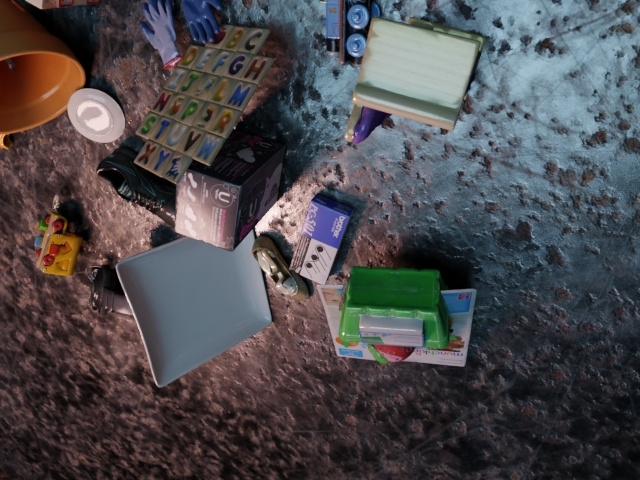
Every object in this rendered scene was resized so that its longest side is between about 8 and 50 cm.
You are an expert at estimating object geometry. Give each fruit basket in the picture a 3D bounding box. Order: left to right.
[{"bbox_3d":[0.173,0.208,1.189,0.327,0.165,0.353,2,137,12],"label":"fruit basket"}]

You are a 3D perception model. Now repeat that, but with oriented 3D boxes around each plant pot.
[{"bbox_3d":[-0.716,-0.406,1.176,0.291,0.291,0.203,-35,85,32],"label":"plant pot"}]

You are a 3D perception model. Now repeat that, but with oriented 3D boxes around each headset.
[{"bbox_3d":[-0.504,0.151,1.407,0.394,0.243,0.185,16,100,35],"label":"headset"}]

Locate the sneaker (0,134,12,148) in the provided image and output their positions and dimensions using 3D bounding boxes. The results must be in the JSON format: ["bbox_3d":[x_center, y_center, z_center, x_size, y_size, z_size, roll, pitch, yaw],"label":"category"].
[{"bbox_3d":[-0.844,-0.325,1.394,0.068,0.064,0.175,16,129,-10],"label":"sneaker"}]

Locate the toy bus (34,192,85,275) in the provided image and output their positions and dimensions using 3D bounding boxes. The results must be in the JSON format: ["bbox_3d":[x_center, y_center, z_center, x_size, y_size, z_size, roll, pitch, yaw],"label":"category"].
[{"bbox_3d":[-0.728,0.002,1.488,0.104,0.190,0.202,15,137,-40],"label":"toy bus"}]

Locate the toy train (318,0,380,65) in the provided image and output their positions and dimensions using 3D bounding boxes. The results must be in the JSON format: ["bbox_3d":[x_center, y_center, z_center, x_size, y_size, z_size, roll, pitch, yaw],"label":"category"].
[{"bbox_3d":[0.052,-0.421,0.975,0.105,0.080,0.184,15,124,24],"label":"toy train"}]

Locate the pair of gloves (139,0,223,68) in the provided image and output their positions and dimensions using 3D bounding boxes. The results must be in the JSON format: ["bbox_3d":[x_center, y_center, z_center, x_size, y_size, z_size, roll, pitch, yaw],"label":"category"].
[{"bbox_3d":[-0.290,-0.464,1.093,0.198,0.023,0.159,-21,91,24],"label":"pair of gloves"}]

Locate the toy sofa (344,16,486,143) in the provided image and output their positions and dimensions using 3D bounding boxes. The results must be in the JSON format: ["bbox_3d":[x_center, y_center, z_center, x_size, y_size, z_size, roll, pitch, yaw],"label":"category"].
[{"bbox_3d":[0.167,-0.255,0.849,0.150,0.362,0.177,18,116,11],"label":"toy sofa"}]

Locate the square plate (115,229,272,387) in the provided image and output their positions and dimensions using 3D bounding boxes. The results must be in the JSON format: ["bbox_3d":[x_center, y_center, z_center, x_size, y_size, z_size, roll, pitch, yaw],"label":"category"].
[{"bbox_3d":[-0.293,0.134,1.284,0.049,0.344,0.347,22,129,47],"label":"square plate"}]

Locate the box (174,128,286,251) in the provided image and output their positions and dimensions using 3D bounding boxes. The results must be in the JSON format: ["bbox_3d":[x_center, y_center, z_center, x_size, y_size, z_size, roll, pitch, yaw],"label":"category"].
[{"bbox_3d":[-0.188,-0.114,1.129,0.142,0.247,0.163,19,123,10],"label":"box"}]

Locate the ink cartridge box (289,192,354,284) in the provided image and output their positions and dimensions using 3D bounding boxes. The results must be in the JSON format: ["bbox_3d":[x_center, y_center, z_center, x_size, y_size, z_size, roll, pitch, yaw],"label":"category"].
[{"bbox_3d":[0.000,0.000,1.240,0.097,0.046,0.207,23,123,7],"label":"ink cartridge box"}]

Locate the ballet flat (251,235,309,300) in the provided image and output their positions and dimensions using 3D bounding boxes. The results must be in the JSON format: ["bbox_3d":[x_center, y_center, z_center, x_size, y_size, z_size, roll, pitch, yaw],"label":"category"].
[{"bbox_3d":[-0.106,0.084,1.314,0.073,0.067,0.206,-32,103,31],"label":"ballet flat"}]

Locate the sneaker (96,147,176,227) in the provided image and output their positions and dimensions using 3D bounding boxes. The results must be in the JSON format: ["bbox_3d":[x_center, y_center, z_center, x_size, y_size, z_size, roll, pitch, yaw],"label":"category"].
[{"bbox_3d":[-0.443,-0.113,1.317,0.267,0.106,0.101,42,122,-6],"label":"sneaker"}]

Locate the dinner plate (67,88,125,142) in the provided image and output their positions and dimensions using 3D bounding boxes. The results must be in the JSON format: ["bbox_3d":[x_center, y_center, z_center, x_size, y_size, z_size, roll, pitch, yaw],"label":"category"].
[{"bbox_3d":[-0.552,-0.302,1.286,0.141,0.017,0.141,2,126,3],"label":"dinner plate"}]

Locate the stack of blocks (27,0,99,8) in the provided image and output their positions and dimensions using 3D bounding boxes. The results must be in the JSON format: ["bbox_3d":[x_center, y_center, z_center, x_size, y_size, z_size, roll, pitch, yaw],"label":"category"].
[{"bbox_3d":[-0.633,-0.595,1.088,0.297,0.171,0.087,29,123,5],"label":"stack of blocks"}]

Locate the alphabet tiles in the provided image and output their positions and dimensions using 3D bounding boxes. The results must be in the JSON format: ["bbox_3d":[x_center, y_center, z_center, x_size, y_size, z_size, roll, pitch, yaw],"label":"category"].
[{"bbox_3d":[-0.239,-0.278,1.033,0.285,0.011,0.342,26,84,41],"label":"alphabet tiles"}]
